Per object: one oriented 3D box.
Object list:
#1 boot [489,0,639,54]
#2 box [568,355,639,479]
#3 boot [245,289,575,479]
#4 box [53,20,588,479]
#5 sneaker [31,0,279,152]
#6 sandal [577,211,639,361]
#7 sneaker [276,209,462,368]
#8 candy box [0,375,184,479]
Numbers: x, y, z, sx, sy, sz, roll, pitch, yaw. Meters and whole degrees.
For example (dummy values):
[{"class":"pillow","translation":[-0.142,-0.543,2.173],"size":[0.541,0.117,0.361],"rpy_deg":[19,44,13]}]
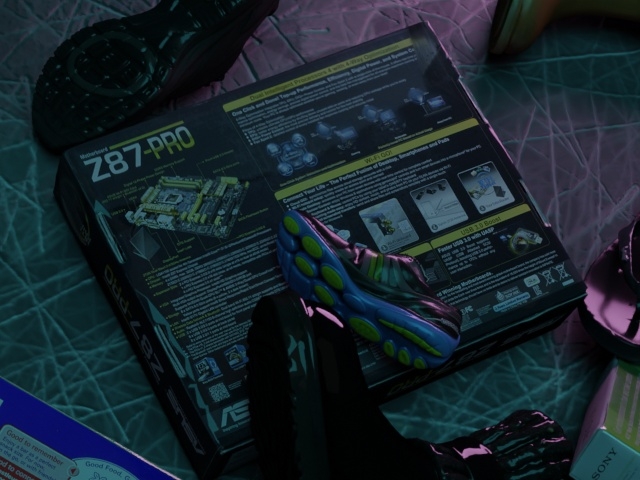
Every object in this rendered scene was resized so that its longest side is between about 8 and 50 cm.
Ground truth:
[{"class":"boot","translation":[0.310,-0.251,1.940],"size":[0.220,0.109,0.283],"rpy_deg":[33,53,-1]},{"class":"box","translation":[0.370,0.233,1.627],"size":[0.322,0.058,0.232],"rpy_deg":[34,17,4]},{"class":"boot","translation":[0.087,0.177,1.576],"size":[0.260,0.131,0.348],"rpy_deg":[-17,110,-18]},{"class":"box","translation":[0.000,0.000,1.725],"size":[0.395,0.097,0.318],"rpy_deg":[-23,73,-23]},{"class":"sneaker","translation":[-0.142,-0.172,1.773],"size":[0.286,0.130,0.109],"rpy_deg":[-38,69,-4]},{"class":"sandal","translation":[0.316,0.013,1.792],"size":[0.097,0.054,0.254],"rpy_deg":[24,48,11]},{"class":"sneaker","translation":[0.041,0.038,1.635],"size":[0.188,0.067,0.078],"rpy_deg":[35,42,4]},{"class":"candy box","translation":[-0.218,0.240,1.419],"size":[0.268,0.317,0.122],"rpy_deg":[30,59,1]}]
